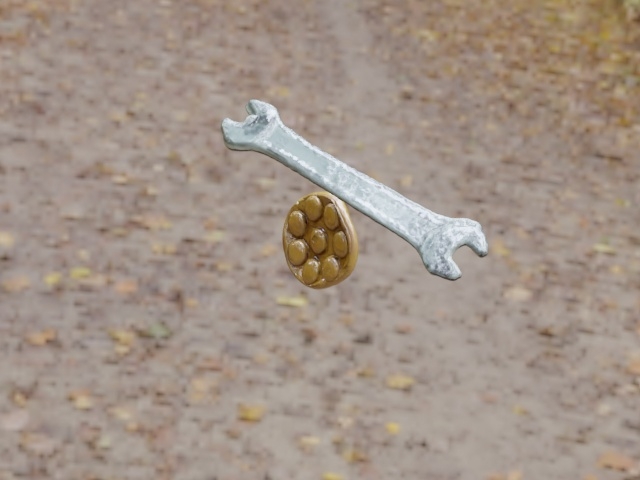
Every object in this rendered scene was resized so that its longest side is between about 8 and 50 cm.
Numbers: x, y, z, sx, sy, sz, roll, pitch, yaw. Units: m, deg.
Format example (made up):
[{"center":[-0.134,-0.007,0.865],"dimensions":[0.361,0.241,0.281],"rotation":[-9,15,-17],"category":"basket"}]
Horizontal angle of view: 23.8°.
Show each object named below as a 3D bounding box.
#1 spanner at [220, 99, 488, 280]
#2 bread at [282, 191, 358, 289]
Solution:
[{"center":[0.031,-0.054,1.482],"dimensions":[0.302,0.071,0.017],"rotation":[33,-16,20],"category":"spanner"},{"center":[0.000,0.000,1.650],"dimensions":[0.110,0.110,0.024],"rotation":[21,17,39],"category":"bread"}]
